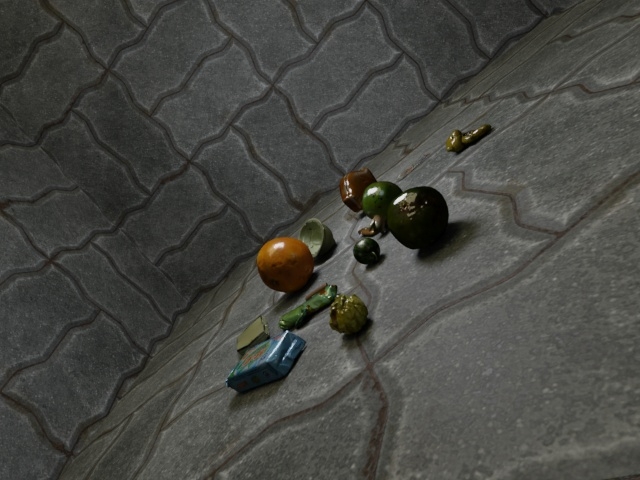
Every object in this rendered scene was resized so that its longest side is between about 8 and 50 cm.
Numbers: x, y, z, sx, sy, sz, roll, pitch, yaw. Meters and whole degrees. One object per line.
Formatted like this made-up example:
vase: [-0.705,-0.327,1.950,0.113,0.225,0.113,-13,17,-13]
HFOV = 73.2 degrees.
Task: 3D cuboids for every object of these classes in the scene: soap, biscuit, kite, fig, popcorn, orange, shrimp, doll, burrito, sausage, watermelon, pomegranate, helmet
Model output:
soap: [-0.187,0.393,1.385,0.293,0.077,0.156,-33,13,37]
biscuit: [-0.273,0.392,1.751,0.150,0.052,0.252,-45,10,-5]
kite: [0.505,-0.406,2.372,0.229,0.016,0.127,-41,14,1]
fig: [0.316,-0.070,1.329,0.195,0.195,0.245,-33,-22,33]
popcorn: [0.072,0.203,1.191,0.116,0.106,0.120,-30,12,6]
orange: [-0.158,0.108,1.947,0.261,0.261,0.261,-39,11,9]
shrimp: [0.233,-0.063,1.889,0.124,0.034,0.178,-41,12,-17]
doll: [0.654,-0.473,1.930,0.210,0.097,0.137,-27,11,33]
burrito: [-0.051,0.255,1.551,0.288,0.054,0.104,-34,14,23]
sausage: [-0.015,0.206,1.685,0.116,0.026,0.026,-37,11,22]
watermelon: [0.167,0.037,1.540,0.109,0.109,0.109,-39,11,9]
pomegranate: [0.253,-0.132,1.770,0.187,0.187,0.225,-24,46,56]
helmet: [0.005,0.001,2.150,0.258,0.137,0.204,23,100,60]

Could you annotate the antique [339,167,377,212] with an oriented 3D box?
antique: [0.203,-0.266,2.292,0.129,0.224,0.278,-31,30,46]
